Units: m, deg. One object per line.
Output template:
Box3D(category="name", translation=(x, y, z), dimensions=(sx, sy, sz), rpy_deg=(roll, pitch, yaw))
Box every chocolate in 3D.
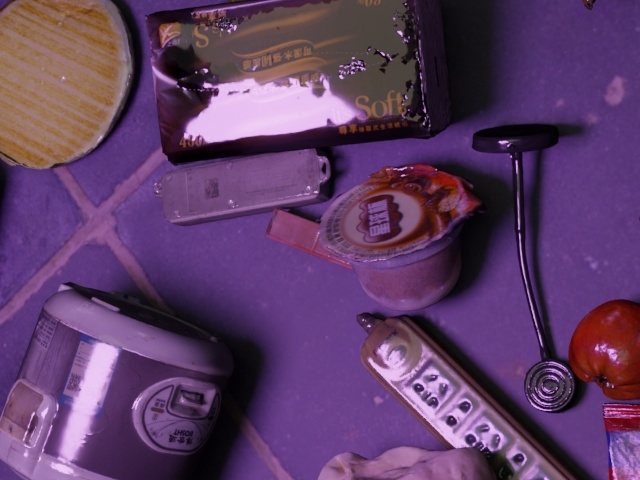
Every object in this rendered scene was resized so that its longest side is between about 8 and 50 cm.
Box3D(category="chocolate", translation=(0.116, 0.010, 1.665), dimensions=(0.221, 0.147, 0.221), rpy_deg=(-17, 35, 12))

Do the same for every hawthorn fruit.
Box3D(category="hawthorn fruit", translation=(0.359, 0.123, 1.557), dimensions=(0.125, 0.125, 0.140), rpy_deg=(21, 103, 24))

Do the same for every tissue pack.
Box3D(category="tissue pack", translation=(-0.016, -0.217, 1.704), dimensions=(0.370, 0.198, 0.210), rpy_deg=(-6, 92, 15))

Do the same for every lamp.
Box3D(category="lamp", translation=(0.250, 0.027, 1.624), dimensions=(0.130, 0.108, 0.371), rpy_deg=(-2, 82, 20))

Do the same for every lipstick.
Box3D(category="lipstick", translation=(0.000, 0.000, 1.772), dimensions=(0.145, 0.045, 0.045), rpy_deg=(21, 90, 23))

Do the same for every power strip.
Box3D(category="power strip", translation=(-0.104, -0.075, 1.824), dimensions=(0.272, 0.052, 0.078), rpy_deg=(-9, 79, 21))
Box3D(category="power strip", translation=(0.180, 0.220, 1.653), dimensions=(0.387, 0.066, 0.092), rpy_deg=(44, 98, 23))

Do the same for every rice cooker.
Box3D(category="rice cooker", translation=(-0.276, 0.220, 1.731), dimensions=(0.288, 0.288, 0.277), rpy_deg=(21, 89, 24))

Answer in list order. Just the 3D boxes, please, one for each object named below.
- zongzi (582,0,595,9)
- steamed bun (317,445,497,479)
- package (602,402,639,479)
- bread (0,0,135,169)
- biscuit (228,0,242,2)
Box3D(category="zongzi", translation=(0.191, -0.516, 1.697), dimensions=(0.447, 0.181, 0.418), rpy_deg=(8, 87, 26))
Box3D(category="steamed bun", translation=(0.105, 0.397, 1.550), dimensions=(0.280, 0.207, 0.268), rpy_deg=(-6, 103, 22))
Box3D(category="package", translation=(0.384, 0.297, 1.578), dimensions=(0.083, 0.022, 0.200), rpy_deg=(-3, 83, 23))
Box3D(category="bread", translation=(-0.405, -0.245, 1.982), dimensions=(0.301, 0.045, 0.301), rpy_deg=(-4, 81, 25))
Box3D(category="biscuit", translation=(-0.049, -0.373, 1.851), dimensions=(0.187, 0.036, 0.274), rpy_deg=(-20, 76, 20))
